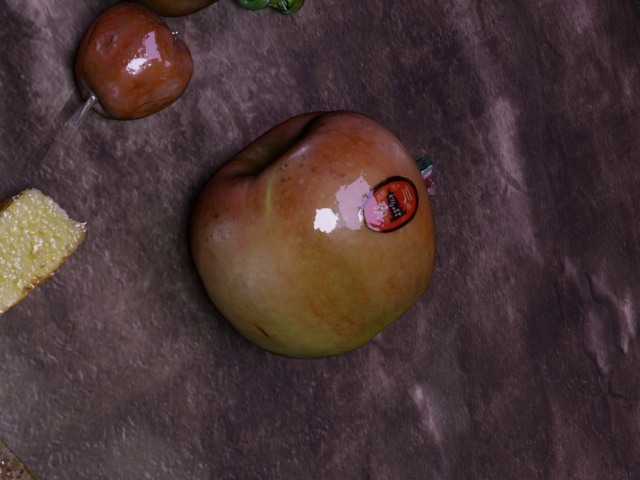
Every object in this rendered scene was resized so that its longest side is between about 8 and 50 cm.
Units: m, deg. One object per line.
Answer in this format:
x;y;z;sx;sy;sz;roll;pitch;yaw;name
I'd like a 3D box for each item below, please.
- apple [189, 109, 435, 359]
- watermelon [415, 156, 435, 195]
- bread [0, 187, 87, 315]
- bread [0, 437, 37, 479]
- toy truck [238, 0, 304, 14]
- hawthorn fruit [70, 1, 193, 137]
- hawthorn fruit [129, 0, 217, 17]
0.000;0.000;1.209;0.305;0.338;0.338;58;46;-19;apple
0.180;-0.113;1.610;0.092;0.084;0.072;-53;129;-25;watermelon
-0.361;0.015;1.023;0.103;0.065;0.187;54;49;-21;bread
-0.392;0.276;0.898;0.184;0.110;0.234;-46;112;-39;bread
-0.072;-0.453;1.364;0.210;0.187;0.148;53;28;10;toy truck
-0.262;-0.227;1.146;0.189;0.149;0.149;-23;99;-17;hawthorn fruit
-0.161;-0.451;1.191;0.301;0.268;0.267;-39;109;-46;hawthorn fruit
